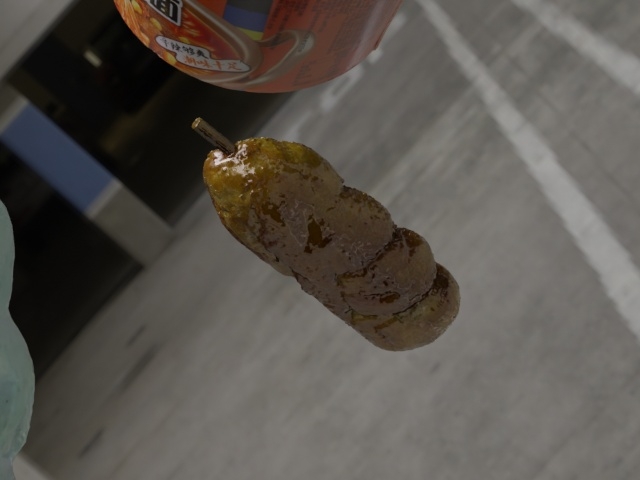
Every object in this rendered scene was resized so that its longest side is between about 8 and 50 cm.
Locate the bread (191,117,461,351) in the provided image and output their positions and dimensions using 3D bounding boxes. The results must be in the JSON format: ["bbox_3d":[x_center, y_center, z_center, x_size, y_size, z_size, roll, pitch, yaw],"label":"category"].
[{"bbox_3d":[0.000,-0.002,1.462,0.124,0.344,0.084,-29,43,26],"label":"bread"}]

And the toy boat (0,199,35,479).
[{"bbox_3d":[-0.156,0.077,0.467,0.100,0.290,0.199,-11,-13,17],"label":"toy boat"}]

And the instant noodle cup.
[{"bbox_3d":[-0.026,-0.222,1.029,0.250,0.250,0.192,-56,-7,-32],"label":"instant noodle cup"}]
